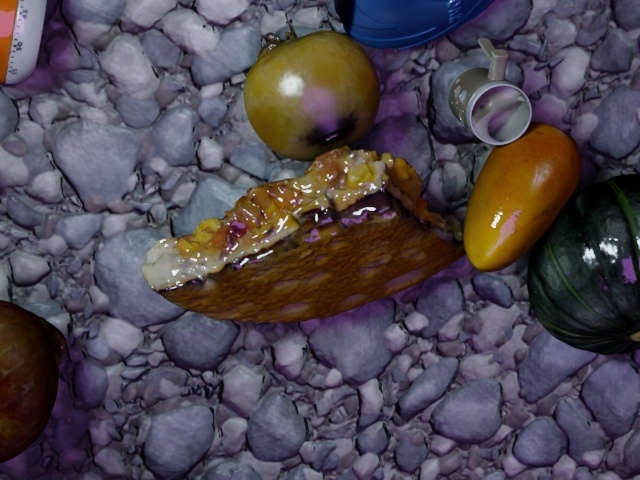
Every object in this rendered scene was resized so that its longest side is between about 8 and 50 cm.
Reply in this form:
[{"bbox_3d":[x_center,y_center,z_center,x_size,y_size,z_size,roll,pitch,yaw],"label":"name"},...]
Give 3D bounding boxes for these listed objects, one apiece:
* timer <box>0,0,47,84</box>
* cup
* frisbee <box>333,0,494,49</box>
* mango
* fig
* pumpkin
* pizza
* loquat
[{"bbox_3d":[-0.349,-0.230,1.428,0.136,0.099,0.136,-3,100,-19],"label":"timer"},{"bbox_3d":[0.186,-0.169,1.578,0.074,0.099,0.102,-26,113,-3],"label":"cup"},{"bbox_3d":[0.128,-0.291,1.483,0.242,0.045,0.242,-21,146,-15],"label":"frisbee"},{"bbox_3d":[0.222,-0.051,1.588,0.102,0.141,0.217,39,59,-13],"label":"mango"},{"bbox_3d":[-0.372,0.150,1.529,0.205,0.205,0.205,-4,111,-12],"label":"fig"},{"bbox_3d":[0.361,0.026,1.641,0.250,0.216,0.250,-12,137,-12],"label":"pumpkin"},{"bbox_3d":[0.000,0.000,1.545,0.409,0.114,0.277,-12,149,-20],"label":"pizza"},{"bbox_3d":[-0.010,-0.162,1.515,0.163,0.137,0.163,2,107,7],"label":"loquat"}]
